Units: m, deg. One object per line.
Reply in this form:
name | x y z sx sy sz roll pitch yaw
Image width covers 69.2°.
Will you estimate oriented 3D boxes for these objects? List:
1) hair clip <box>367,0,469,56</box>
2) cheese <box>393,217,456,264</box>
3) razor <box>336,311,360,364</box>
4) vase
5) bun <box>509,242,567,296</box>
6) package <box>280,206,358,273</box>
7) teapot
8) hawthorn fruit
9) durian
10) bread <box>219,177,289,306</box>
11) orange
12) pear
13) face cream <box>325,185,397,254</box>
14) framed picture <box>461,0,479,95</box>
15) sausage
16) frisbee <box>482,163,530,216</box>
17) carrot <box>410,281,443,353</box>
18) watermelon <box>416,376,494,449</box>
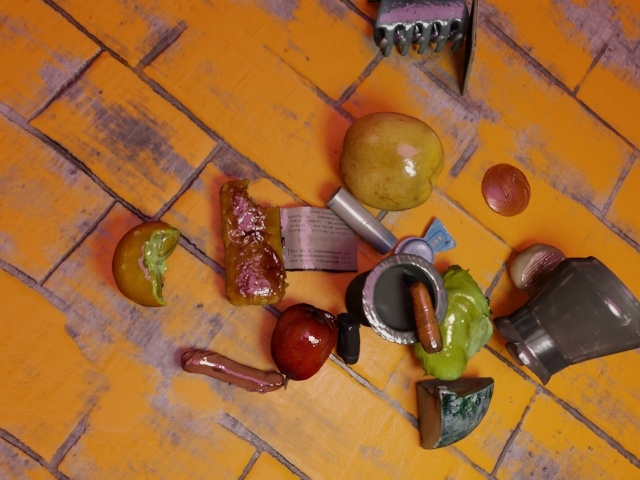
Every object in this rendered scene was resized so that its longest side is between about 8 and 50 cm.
hair clip | 0.322 -0.749 1.513 0.319 0.392 0.238 -6 96 -1
cheese | 0.330 0.038 1.513 0.245 0.052 0.135 -37 94 -16
razor | 0.082 0.288 1.373 0.054 0.090 0.148 -13 116 -27
vase | 0.188 0.172 1.337 0.245 0.291 0.244 2 80 -14
bun | 0.729 0.107 1.559 0.193 0.128 0.178 -38 93 -4
package | 0.000 0.000 1.440 0.251 0.062 0.203 1 82 -16
teapot | 0.741 0.254 1.406 0.362 0.376 0.305 -37 57 16
hawthorn fruit | -0.061 0.302 1.325 0.190 0.189 0.251 30 85 -7
durian | 0.401 0.254 1.414 0.340 0.204 0.256 -41 89 -22
bread | -0.198 0.003 1.369 0.185 0.109 0.380 -5 81 -13
orange | -0.478 0.058 1.258 0.159 0.179 0.237 10 81 -14
pear | 0.212 -0.236 1.403 0.315 0.314 0.314 2 81 -13
face cream | 0.129 -0.060 1.452 0.250 0.077 0.077 42 75 -13
framed picture | 0.498 -0.653 1.539 0.018 0.293 0.231 5 81 12
sausage | -0.248 0.374 1.320 0.304 0.078 0.078 21 78 -12
frisbee | 0.661 -0.180 1.631 0.192 0.035 0.192 2 80 -13
carrot | 0.266 0.196 1.177 0.060 0.060 0.186 -9 78 -14
watermelon | 0.397 0.469 1.398 0.290 0.214 0.319 -31 134 -19
